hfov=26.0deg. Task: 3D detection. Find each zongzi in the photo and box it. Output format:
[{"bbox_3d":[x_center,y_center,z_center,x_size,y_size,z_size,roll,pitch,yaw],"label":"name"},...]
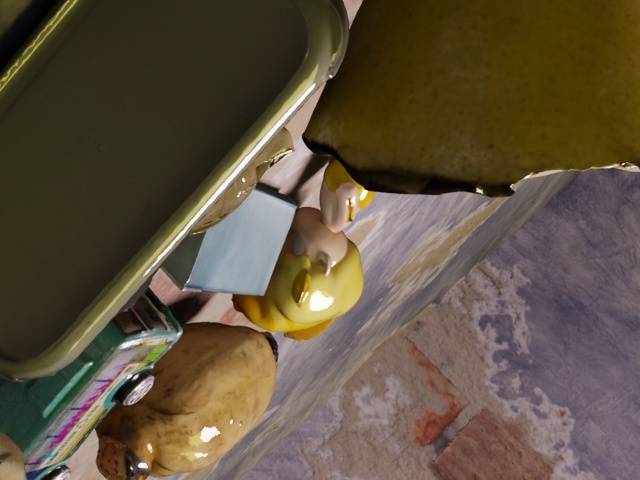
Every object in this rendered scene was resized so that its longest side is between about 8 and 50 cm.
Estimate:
[{"bbox_3d":[-0.119,-0.026,1.004,0.160,0.078,0.176,-28,169,-40],"label":"zongzi"}]

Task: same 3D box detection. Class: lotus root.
[{"bbox_3d":[-0.142,0.157,1.414,0.154,0.140,0.257,-12,-165,39],"label":"lotus root"}]

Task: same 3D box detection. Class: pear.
[{"bbox_3d":[0.119,-0.131,0.872,0.267,0.267,0.178,-22,113,-65],"label":"pear"}]

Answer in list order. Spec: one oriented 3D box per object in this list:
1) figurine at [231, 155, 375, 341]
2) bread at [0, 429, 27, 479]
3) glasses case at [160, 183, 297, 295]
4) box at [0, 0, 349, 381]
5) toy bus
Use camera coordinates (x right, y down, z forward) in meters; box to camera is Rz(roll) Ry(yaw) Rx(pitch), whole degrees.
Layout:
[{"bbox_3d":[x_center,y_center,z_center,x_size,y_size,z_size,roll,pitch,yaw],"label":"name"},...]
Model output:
[{"bbox_3d":[0.000,0.000,1.438,0.246,0.131,0.156,-60,-162,26],"label":"figurine"},{"bbox_3d":[-0.315,0.189,0.964,0.210,0.110,0.192,-43,163,-12],"label":"bread"},{"bbox_3d":[-0.089,-0.008,1.259,0.266,0.056,0.105,16,94,-78],"label":"glasses case"},{"bbox_3d":[-0.103,-0.062,0.792,0.274,0.138,0.178,-47,178,9],"label":"box"},{"bbox_3d":[-0.232,0.142,1.164,0.261,0.091,0.109,-49,162,14],"label":"toy bus"}]
